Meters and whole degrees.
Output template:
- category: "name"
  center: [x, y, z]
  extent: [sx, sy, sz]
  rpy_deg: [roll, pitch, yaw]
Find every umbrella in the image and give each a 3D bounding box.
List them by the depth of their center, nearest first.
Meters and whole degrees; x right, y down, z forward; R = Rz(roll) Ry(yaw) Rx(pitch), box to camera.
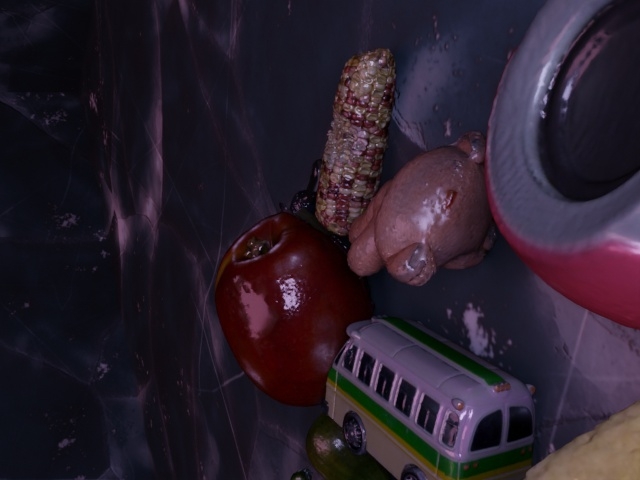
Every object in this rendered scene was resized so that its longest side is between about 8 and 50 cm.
- category: "umbrella"
  center: [-0.038, -0.044, 1.228]
  extent: [0.071, 0.070, 0.248]
  rpy_deg: [64, 147, 31]

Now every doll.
- category: "doll"
  center: [0.132, -0.021, 0.873]
  extent: [0.201, 0.156, 0.303]
  rpy_deg: [-57, 6, -7]

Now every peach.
- category: "peach"
  center: [-0.057, 0.143, 1.095]
  extent: [0.257, 0.201, 0.362]
  rpy_deg: [16, 125, 46]

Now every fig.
- category: "fig"
  center: [0.053, 0.352, 1.098]
  extent: [0.156, 0.123, 0.123]
  rpy_deg: [45, 135, 32]

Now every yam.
- category: "yam"
  center: [0.000, 0.000, 1.147]
  extent: [0.132, 0.054, 0.054]
  rpy_deg: [44, 136, 25]

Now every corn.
- category: "corn"
  center: [0.053, -0.145, 1.008]
  extent: [0.098, 0.098, 0.290]
  rpy_deg: [43, 132, 50]

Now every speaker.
- category: "speaker"
  center: [0.256, -0.087, 0.466]
  extent: [0.294, 0.294, 0.295]
  rpy_deg: [21, 114, 59]

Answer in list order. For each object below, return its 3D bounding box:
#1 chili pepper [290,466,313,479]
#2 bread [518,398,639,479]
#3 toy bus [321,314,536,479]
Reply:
- category: "chili pepper"
  center: [0.001, 0.534, 1.180]
  extent: [0.165, 0.173, 0.261]
  rpy_deg: [52, -163, -69]
- category: "bread"
  center: [0.248, 0.250, 0.475]
  extent: [0.375, 0.165, 0.237]
  rpy_deg: [-36, 55, 13]
- category: "toy bus"
  center: [0.132, 0.214, 0.892]
  extent: [0.305, 0.143, 0.179]
  rpy_deg: [26, 116, 58]
